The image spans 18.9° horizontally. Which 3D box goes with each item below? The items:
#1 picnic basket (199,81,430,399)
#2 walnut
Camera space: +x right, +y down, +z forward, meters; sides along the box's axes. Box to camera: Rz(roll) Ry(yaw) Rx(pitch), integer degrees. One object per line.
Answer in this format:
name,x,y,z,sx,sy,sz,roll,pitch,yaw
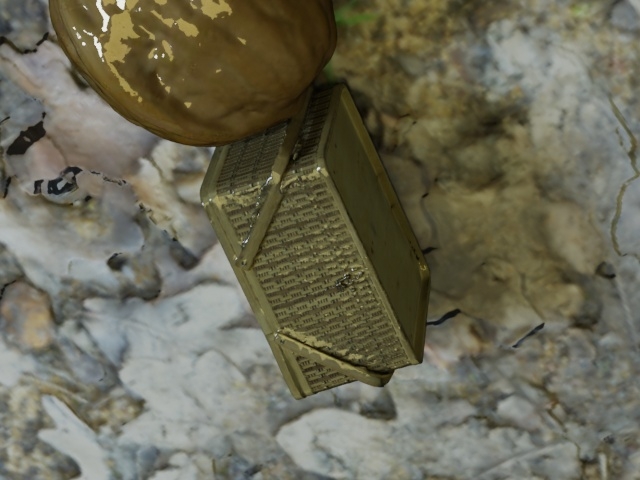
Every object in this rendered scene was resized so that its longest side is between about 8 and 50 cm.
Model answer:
picnic basket,0.000,0.000,1.137,0.079,0.115,0.164,-17,115,17
walnut,-0.073,-0.125,1.065,0.167,0.149,0.166,19,139,17
